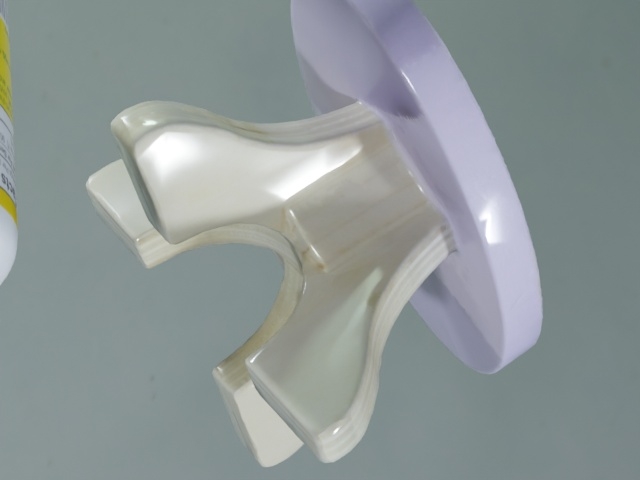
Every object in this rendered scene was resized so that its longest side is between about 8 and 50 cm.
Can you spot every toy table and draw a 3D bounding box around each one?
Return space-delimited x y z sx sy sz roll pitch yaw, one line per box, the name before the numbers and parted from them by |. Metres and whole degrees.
toy table | 0.000 0.000 0.956 0.161 0.274 0.252 -33 33 -14

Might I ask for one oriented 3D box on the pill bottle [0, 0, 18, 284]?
pill bottle | -0.187 -0.036 0.752 0.119 0.119 0.208 1 64 -16
